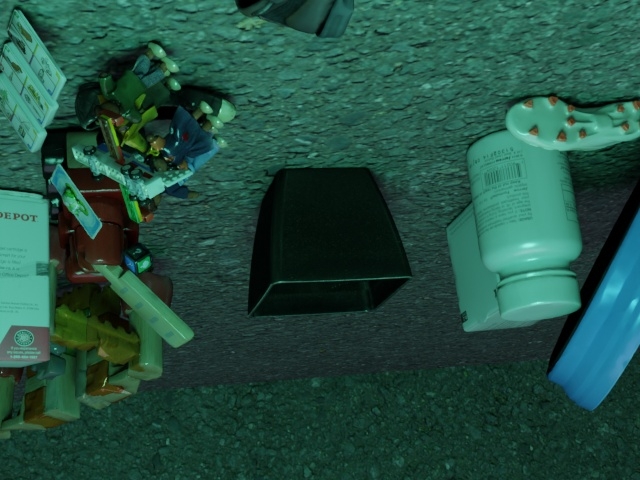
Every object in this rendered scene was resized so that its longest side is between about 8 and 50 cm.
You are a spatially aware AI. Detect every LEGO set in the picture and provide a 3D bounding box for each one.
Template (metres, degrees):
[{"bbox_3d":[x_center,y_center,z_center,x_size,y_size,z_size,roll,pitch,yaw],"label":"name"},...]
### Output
[{"bbox_3d":[-0.218,-0.088,1.013,0.060,0.244,0.182,-34,178,-29],"label":"LEGO set"}]

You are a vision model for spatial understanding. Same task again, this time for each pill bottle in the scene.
[{"bbox_3d":[0.266,-0.019,1.365,0.131,0.229,0.131,-5,164,-2],"label":"pill bottle"}]

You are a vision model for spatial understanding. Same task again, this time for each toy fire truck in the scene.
[{"bbox_3d":[-0.239,0.013,1.249,0.158,0.246,0.217,-2,163,-12],"label":"toy fire truck"}]

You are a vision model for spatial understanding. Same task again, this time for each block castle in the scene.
[{"bbox_3d":[-0.474,0.139,1.675,0.453,0.213,0.303,-25,145,31],"label":"block castle"}]

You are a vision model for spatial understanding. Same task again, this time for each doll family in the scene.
[{"bbox_3d":[-0.167,-0.104,1.069,0.076,0.111,0.193,20,157,52],"label":"doll family"}]

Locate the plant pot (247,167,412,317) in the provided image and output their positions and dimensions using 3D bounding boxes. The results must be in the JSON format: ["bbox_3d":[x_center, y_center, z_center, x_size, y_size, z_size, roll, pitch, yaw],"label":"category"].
[{"bbox_3d":[0.000,0.000,1.441,0.187,0.167,0.188,-2,164,-15],"label":"plant pot"}]

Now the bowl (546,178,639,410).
[{"bbox_3d":[0.413,0.037,1.420,0.077,0.391,0.391,27,168,11],"label":"bowl"}]

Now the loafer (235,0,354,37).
[{"bbox_3d":[-0.014,-0.230,0.778,0.095,0.109,0.302,0,166,-5],"label":"loafer"}]

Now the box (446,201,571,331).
[{"bbox_3d":[0.287,0.033,1.634,0.119,0.182,0.181,-4,164,-13],"label":"box"}]

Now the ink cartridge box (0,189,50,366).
[{"bbox_3d":[-0.433,0.048,1.346,0.158,0.218,0.092,7,165,-38],"label":"ink cartridge box"}]

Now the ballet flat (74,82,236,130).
[{"bbox_3d":[-0.173,-0.134,1.126,0.173,0.049,0.057,0,161,-21],"label":"ballet flat"}]

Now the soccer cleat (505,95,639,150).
[{"bbox_3d":[0.303,-0.135,1.284,0.196,0.068,0.076,-3,167,-21],"label":"soccer cleat"}]
